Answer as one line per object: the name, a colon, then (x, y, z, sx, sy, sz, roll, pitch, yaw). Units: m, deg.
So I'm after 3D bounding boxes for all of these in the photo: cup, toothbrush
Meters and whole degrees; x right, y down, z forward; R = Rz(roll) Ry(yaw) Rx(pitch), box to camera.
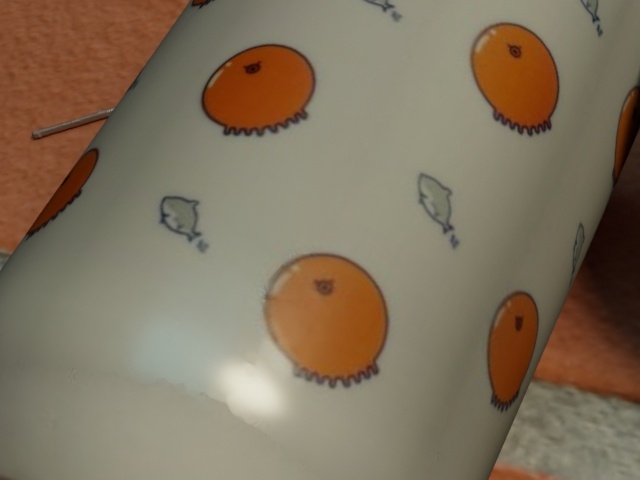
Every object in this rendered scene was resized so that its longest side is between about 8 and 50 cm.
cup: (0.000, 0.000, 0.461, 0.212, 0.212, 0.317, 15, 57, 24)
toothbrush: (-0.138, -0.080, 0.692, 0.097, 0.006, 0.008, -16, 54, 0)
